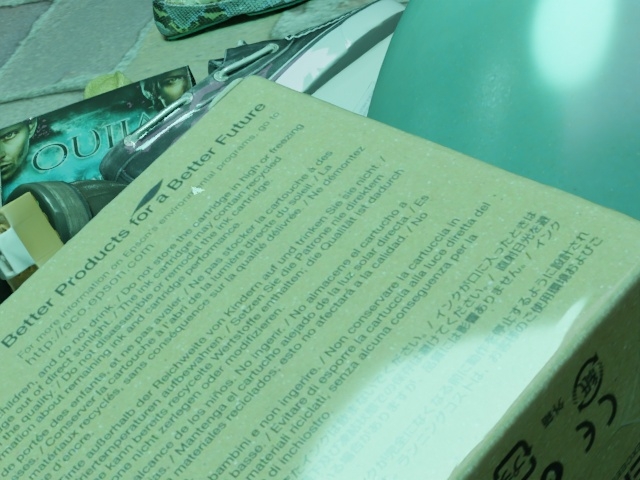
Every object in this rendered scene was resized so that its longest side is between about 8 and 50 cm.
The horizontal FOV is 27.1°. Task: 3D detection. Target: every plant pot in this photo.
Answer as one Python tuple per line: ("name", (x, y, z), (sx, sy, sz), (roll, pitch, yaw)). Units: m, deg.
("plant pot", (0.149, -0.026, 0.603), (0.293, 0.235, 0.293), (2, -8, 0))

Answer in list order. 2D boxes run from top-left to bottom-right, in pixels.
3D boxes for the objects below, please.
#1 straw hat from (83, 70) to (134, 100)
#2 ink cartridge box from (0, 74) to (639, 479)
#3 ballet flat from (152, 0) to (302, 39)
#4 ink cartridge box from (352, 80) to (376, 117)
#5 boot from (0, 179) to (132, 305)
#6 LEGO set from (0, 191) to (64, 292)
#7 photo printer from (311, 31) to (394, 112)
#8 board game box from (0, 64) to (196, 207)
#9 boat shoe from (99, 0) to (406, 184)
("straw hat", (-0.191, -0.125, 1.248), (0.144, 0.061, 0.144), (-15, 32, 10))
("ink cartridge box", (-0.026, 0.072, 0.418), (0.235, 0.088, 0.193), (-46, 44, -18))
("ballet flat", (-0.091, -0.267, 1.407), (0.188, 0.070, 0.070), (-17, 31, 4))
("ink cartridge box", (0.000, 0.000, 0.732), (0.046, 0.097, 0.207), (30, 36, 1))
("boot", (-0.130, 0.028, 0.927), (0.229, 0.263, 0.091), (-15, 64, -44))
("LEGO set", (-0.073, 0.080, 0.752), (0.107, 0.132, 0.287), (-35, 69, -18))
("photo printer", (0.164, -0.088, 0.942), (0.256, 0.107, 0.307), (-38, 35, -27))
("board game box", (-0.191, -0.076, 1.164), (0.186, 0.026, 0.126), (-18, 54, 4))
("boat shoe", (-0.050, -0.121, 1.097), (0.102, 0.108, 0.301), (40, 68, 22))
